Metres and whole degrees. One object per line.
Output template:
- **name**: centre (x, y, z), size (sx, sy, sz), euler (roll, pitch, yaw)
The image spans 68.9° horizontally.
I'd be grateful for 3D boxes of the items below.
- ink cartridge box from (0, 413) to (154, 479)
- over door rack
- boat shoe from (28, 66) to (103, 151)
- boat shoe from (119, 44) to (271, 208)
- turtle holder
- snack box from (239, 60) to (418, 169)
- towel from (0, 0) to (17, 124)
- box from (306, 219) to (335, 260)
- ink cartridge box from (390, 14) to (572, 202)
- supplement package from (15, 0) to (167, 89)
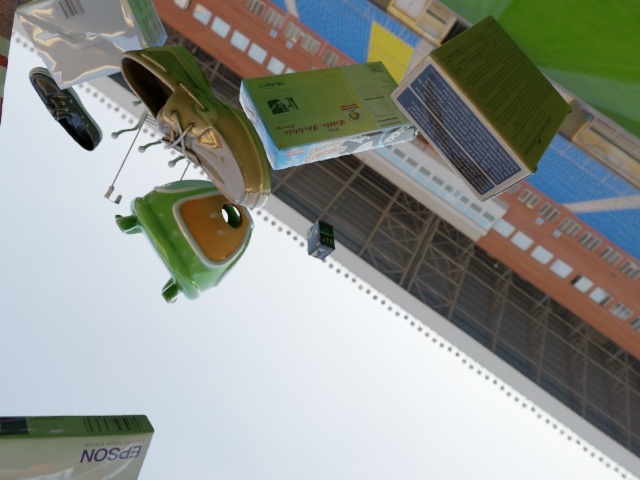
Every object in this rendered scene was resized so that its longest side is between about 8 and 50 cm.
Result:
- **ink cartridge box**: centre (-0.313, 0.290, 0.478), size (0.223, 0.224, 0.045), euler (17, -175, -41)
- **over door rack**: centre (-0.493, -0.213, 1.337), size (0.239, 0.325, 0.108), euler (27, -168, 19)
- **boat shoe**: centre (-0.636, -0.318, 1.165), size (0.076, 0.080, 0.229), euler (-102, -8, -45)
- **boat shoe**: centre (-0.201, -0.174, 0.727), size (0.110, 0.122, 0.341), euler (-19, -119, -41)
- **turtle holder**: centre (-0.267, -0.003, 0.988), size (0.227, 0.320, 0.243), euler (-33, -103, -17)
- **snack box**: centre (0.023, -0.257, 0.927), size (0.321, 0.060, 0.187), euler (-16, -117, -22)
- **towel**: centre (-0.477, -0.145, 0.489), size (0.236, 0.330, 0.037), euler (8, 177, -32)
- **box**: centre (0.000, 0.000, 1.259), size (0.052, 0.062, 0.083), euler (21, -134, -30)
- **ink cartridge box**: centre (0.232, -0.192, 0.652), size (0.193, 0.088, 0.234), euler (49, -131, -2)
- **supplement package**: centre (-0.432, -0.423, 0.917), size (0.194, 0.149, 0.203), euler (-16, -143, 1)
